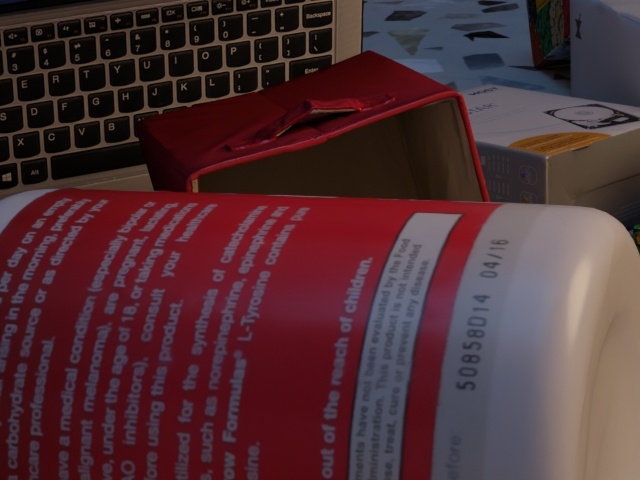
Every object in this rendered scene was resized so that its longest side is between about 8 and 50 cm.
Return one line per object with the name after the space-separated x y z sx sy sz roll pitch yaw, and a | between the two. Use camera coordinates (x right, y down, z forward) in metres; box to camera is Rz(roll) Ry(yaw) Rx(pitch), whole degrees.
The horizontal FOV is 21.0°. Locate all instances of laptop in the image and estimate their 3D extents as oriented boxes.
-0.094 -0.094 1.212 0.382 0.407 0.236 -11 29 -23 | laptop

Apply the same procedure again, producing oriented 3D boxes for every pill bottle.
-0.057 0.090 0.840 0.408 0.229 0.229 3 19 20 | pill bottle

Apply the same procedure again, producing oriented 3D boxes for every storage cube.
0.000 0.000 1.144 0.184 0.215 0.193 -18 19 -10 | storage cube

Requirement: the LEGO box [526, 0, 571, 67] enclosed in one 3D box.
0.510 -0.340 1.959 0.500 0.193 0.372 -6 -4 -4 | LEGO box

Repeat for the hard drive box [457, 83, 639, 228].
0.173 -0.067 1.526 0.181 0.089 0.232 -18 22 -39 | hard drive box

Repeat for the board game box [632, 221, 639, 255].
0.395 -0.007 1.384 0.260 0.030 0.136 6 18 28 | board game box

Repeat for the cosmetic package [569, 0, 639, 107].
0.490 -0.170 1.656 0.453 0.161 0.230 -7 17 -9 | cosmetic package
